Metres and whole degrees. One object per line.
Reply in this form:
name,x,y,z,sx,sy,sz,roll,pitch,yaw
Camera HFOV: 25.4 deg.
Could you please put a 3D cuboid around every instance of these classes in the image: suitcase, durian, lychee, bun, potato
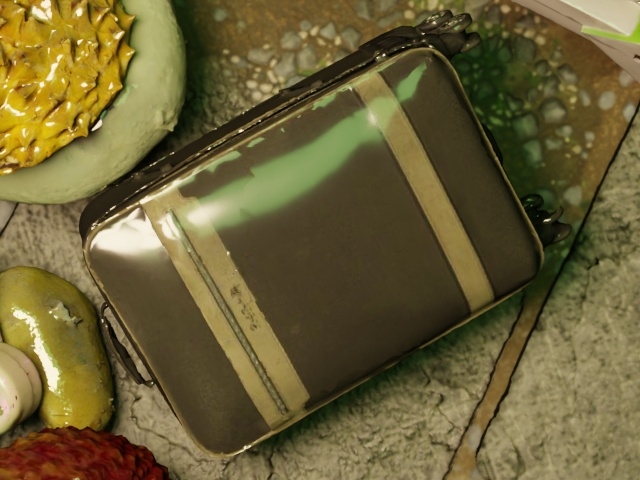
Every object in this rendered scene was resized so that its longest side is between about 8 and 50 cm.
suitcase,0.000,0.000,1.316,0.434,0.194,0.283,-29,107,-2
durian,-0.270,-0.166,1.249,0.195,0.185,0.305,34,66,-3
lychee,-0.239,0.287,1.271,0.271,0.236,0.236,-27,76,27
bun,-0.262,-0.157,1.393,0.293,0.187,0.293,-2,68,6
potato,-0.254,0.110,1.374,0.105,0.085,0.188,-13,77,-37

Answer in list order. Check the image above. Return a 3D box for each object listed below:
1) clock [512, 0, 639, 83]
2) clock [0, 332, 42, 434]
clock,0.318,-0.298,1.416,0.309,0.166,0.235,28,80,0
clock,-0.428,0.091,1.335,0.284,0.114,0.309,-38,90,18
